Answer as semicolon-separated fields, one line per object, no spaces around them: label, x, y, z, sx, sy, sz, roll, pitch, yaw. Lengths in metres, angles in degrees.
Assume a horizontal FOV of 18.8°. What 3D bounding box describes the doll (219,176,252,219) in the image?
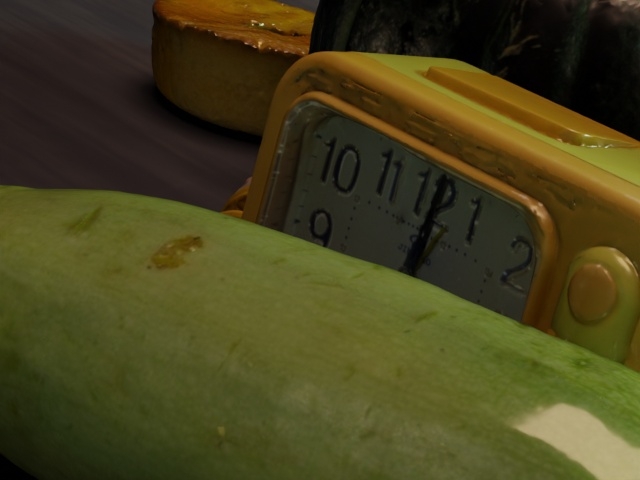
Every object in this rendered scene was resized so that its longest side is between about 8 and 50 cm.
doll;0.000;0.000;0.851;0.084;0.073;0.127;50;32;5

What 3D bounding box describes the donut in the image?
donut;-0.031;-0.101;1.112;0.152;0.058;0.152;11;19;-4

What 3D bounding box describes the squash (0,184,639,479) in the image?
squash;-0.028;0.051;0.618;0.371;0.118;0.118;19;20;32

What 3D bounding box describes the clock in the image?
clock;0.062;0.022;0.700;0.096;0.143;0.202;-5;25;-43

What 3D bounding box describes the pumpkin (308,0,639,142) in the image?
pumpkin;0.121;-0.098;0.970;0.250;0.216;0.250;20;15;-6
